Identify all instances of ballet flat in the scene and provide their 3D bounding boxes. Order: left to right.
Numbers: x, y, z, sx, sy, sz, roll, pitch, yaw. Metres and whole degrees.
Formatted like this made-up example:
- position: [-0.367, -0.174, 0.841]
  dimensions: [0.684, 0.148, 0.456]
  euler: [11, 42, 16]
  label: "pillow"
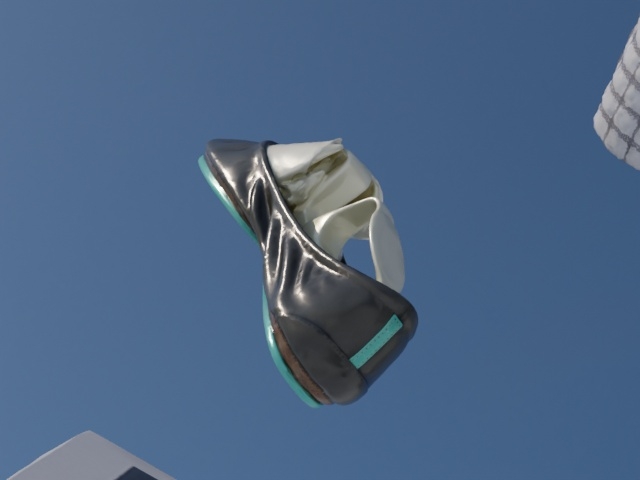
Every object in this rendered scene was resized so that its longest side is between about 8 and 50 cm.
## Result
- position: [0.000, 0.000, 1.130]
  dimensions: [0.096, 0.280, 0.095]
  euler: [-37, -55, 8]
  label: "ballet flat"

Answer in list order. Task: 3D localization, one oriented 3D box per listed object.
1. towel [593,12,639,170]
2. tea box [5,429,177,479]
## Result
- position: [0.327, -0.107, 1.037]
  dimensions: [0.283, 0.121, 0.235]
  euler: [25, -52, 4]
  label: "towel"
- position: [-0.019, 0.273, 0.419]
  dimensions: [0.329, 0.220, 0.323]
  euler: [29, -81, 6]
  label: "tea box"
